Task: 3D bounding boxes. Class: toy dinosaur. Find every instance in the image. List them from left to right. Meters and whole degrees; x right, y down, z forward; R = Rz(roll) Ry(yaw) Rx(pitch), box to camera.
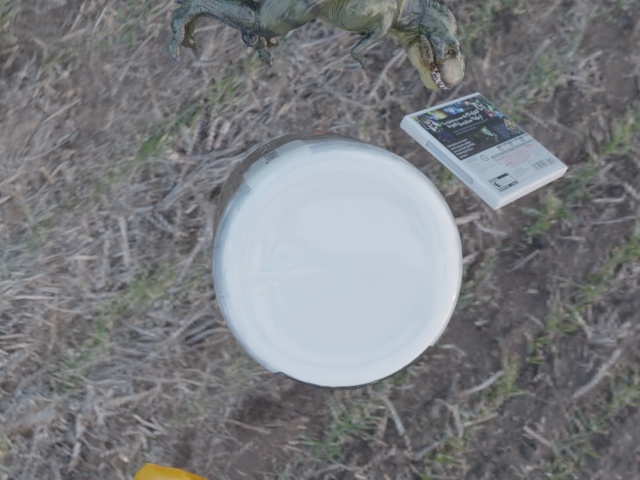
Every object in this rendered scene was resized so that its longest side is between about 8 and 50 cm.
[{"bbox_3d":[-0.025,-0.147,0.588,0.268,0.118,0.064,16,61,-45],"label":"toy dinosaur"}]

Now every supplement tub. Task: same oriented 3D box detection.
[{"bbox_3d":[0.000,0.000,0.923,0.207,0.338,0.207,-1,99,-6],"label":"supplement tub"}]

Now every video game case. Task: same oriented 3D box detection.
[{"bbox_3d":[0.222,-0.125,1.301,0.173,0.022,0.190,45,40,19],"label":"video game case"}]

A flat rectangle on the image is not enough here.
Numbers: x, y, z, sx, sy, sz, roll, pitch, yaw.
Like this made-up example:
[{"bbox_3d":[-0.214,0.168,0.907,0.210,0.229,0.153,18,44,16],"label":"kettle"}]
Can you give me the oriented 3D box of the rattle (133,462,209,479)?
[{"bbox_3d":[0.013,0.154,0.512,0.200,0.130,0.143,-26,63,-36],"label":"rattle"}]
